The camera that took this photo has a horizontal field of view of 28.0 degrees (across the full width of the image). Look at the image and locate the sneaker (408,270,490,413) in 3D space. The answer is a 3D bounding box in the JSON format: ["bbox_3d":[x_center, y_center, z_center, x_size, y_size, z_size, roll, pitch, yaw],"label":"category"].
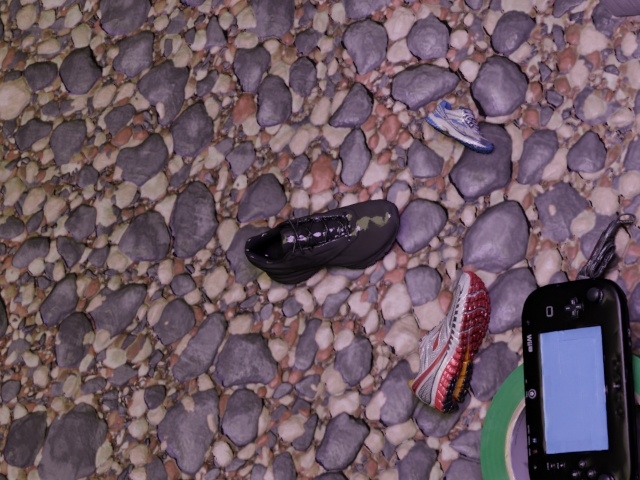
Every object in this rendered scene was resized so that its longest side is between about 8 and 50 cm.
[{"bbox_3d":[0.199,0.155,2.037,0.093,0.088,0.225,19,89,35],"label":"sneaker"}]

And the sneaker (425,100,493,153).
[{"bbox_3d":[0.235,-0.191,2.115,0.135,0.052,0.058,35,94,32],"label":"sneaker"}]

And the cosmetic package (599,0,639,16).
[{"bbox_3d":[0.545,-0.420,1.941,0.238,0.107,0.127,-2,75,35],"label":"cosmetic package"}]

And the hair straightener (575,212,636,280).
[{"bbox_3d":[0.410,0.058,1.931,0.047,0.089,0.230,33,93,5],"label":"hair straightener"}]

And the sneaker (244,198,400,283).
[{"bbox_3d":[0.000,0.000,2.173,0.286,0.130,0.109,-22,66,25],"label":"sneaker"}]

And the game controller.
[{"bbox_3d":[0.368,0.215,1.839,0.166,0.067,0.319,-9,74,30],"label":"game controller"}]

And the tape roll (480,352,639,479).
[{"bbox_3d":[0.395,0.312,1.885,0.321,0.077,0.321,-8,75,31],"label":"tape roll"}]
